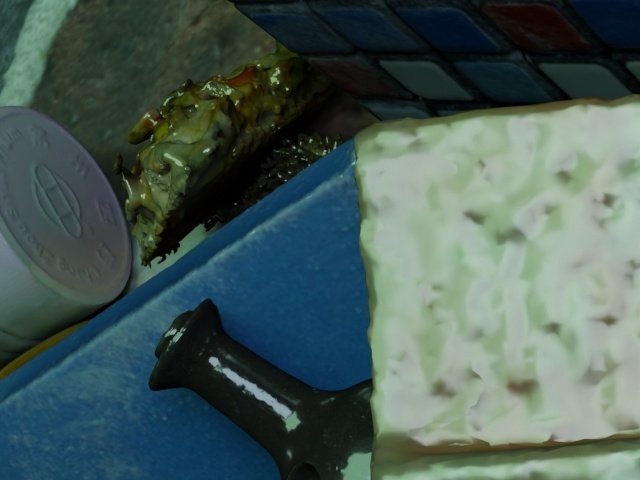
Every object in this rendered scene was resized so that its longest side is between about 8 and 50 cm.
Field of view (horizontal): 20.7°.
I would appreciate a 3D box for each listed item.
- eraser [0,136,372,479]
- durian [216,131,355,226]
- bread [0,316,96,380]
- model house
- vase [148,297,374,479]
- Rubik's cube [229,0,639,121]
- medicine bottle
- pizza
[{"bbox_3d":[-0.050,0.075,0.955,0.312,0.144,0.042,-34,19,24],"label":"eraser"},{"bbox_3d":[0.000,0.000,1.000,0.188,0.091,0.148,23,79,46],"label":"durian"},{"bbox_3d":[-0.143,0.102,1.078,0.189,0.077,0.114,-21,32,33],"label":"bread"},{"bbox_3d":[0.179,0.092,0.692,0.280,0.245,0.312,-7,77,15],"label":"model house"},{"bbox_3d":[-0.003,0.098,0.881,0.183,0.120,0.120,35,89,9],"label":"vase"},{"bbox_3d":[0.111,-0.232,0.902,0.287,0.293,0.292,5,66,44],"label":"Rubik's cube"},{"bbox_3d":[-0.267,0.030,1.180,0.254,0.152,0.152,-28,48,26],"label":"medicine bottle"},{"bbox_3d":[-0.072,-0.055,1.044,0.147,0.069,0.226,-47,-3,33],"label":"pizza"}]
